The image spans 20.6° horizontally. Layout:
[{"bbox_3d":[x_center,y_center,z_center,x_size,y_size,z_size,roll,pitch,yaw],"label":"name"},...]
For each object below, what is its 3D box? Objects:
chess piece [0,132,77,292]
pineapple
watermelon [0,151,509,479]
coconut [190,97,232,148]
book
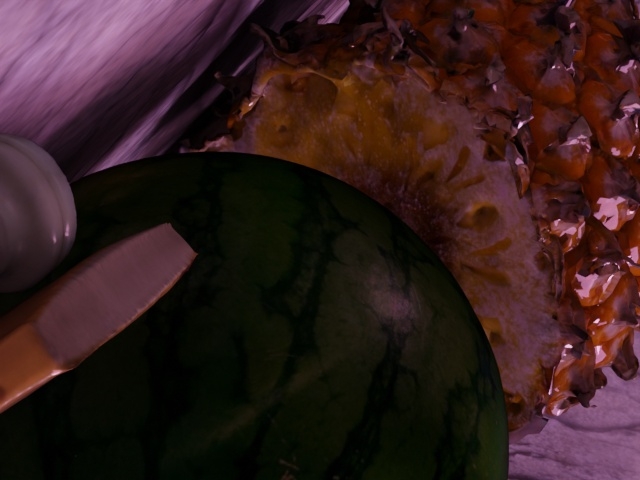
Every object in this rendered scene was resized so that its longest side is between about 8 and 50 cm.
[{"bbox_3d":[-0.146,0.010,0.587,0.059,0.059,0.149,-43,175,34],"label":"chess piece"},{"bbox_3d":[0.104,-0.037,1.188,0.300,0.352,0.352,-38,177,-44],"label":"pineapple"},{"bbox_3d":[-0.065,0.120,0.940,0.363,0.363,0.363,-44,-179,1],"label":"watermelon"},{"bbox_3d":[0.000,0.000,1.483,0.329,0.329,0.329,-44,-179,1],"label":"coconut"},{"bbox_3d":[-0.228,0.119,0.679,0.389,0.032,0.269,-34,-176,9],"label":"book"}]
